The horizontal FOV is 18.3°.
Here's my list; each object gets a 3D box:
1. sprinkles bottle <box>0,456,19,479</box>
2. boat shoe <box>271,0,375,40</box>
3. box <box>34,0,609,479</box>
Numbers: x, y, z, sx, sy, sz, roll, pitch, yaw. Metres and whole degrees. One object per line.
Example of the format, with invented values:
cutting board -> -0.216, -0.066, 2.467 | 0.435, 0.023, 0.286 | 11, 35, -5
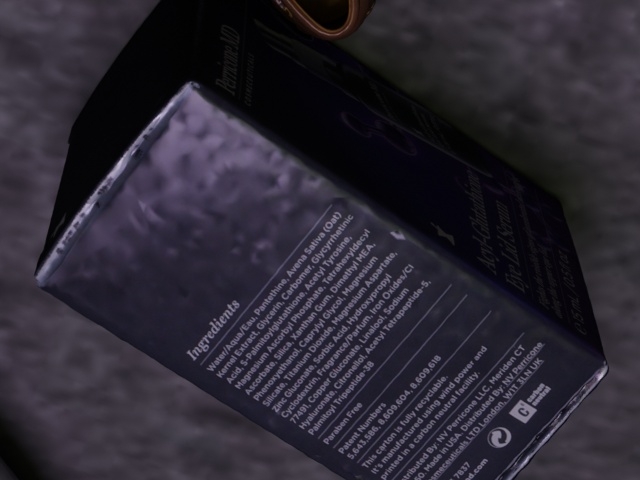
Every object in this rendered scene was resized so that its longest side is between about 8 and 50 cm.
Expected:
sprinkles bottle -> -0.220, 0.091, 0.882 | 0.121, 0.121, 0.355 | -28, 114, 12
boat shoe -> -0.023, -0.159, 0.793 | 0.064, 0.060, 0.178 | -24, 115, 10
box -> 0.000, 0.000, 0.823 | 0.207, 0.153, 0.108 | 34, 111, -17
